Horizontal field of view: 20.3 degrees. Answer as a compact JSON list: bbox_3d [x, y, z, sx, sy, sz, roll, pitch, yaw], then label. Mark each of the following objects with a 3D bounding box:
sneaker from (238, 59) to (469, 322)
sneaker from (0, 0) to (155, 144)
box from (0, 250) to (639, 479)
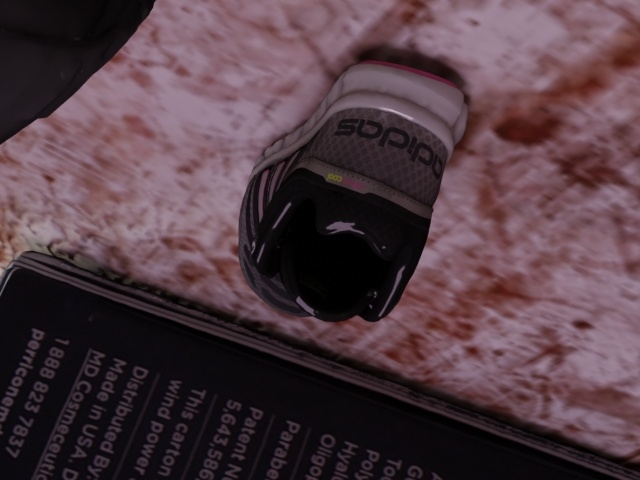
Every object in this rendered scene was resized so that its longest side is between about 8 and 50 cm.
[{"bbox_3d":[0.000,0.000,0.663,0.063,0.075,0.170,26,153,-8],"label":"sneaker"},{"bbox_3d":[-0.134,-0.111,0.400,0.286,0.109,0.130,48,173,44],"label":"sneaker"},{"bbox_3d":[0.008,0.298,0.966,0.471,0.297,0.480,18,152,3],"label":"box"}]
